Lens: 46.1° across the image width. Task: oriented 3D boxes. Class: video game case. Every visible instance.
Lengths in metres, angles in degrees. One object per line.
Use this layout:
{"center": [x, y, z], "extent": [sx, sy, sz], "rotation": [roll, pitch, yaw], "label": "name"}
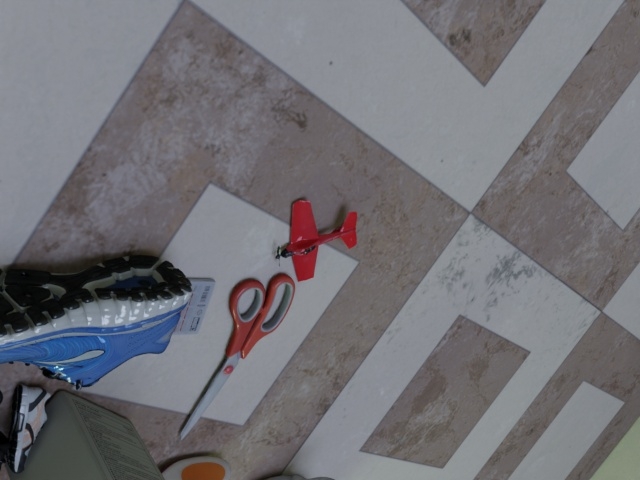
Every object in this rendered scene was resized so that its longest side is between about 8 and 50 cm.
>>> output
{"center": [-0.206, 0.090, 1.010], "extent": [0.122, 0.011, 0.087], "rotation": [4, 117, -41], "label": "video game case"}

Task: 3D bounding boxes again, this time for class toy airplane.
{"center": [0.000, 0.000, 1.101], "extent": [0.151, 0.028, 0.151], "rotation": [-22, 133, -26], "label": "toy airplane"}

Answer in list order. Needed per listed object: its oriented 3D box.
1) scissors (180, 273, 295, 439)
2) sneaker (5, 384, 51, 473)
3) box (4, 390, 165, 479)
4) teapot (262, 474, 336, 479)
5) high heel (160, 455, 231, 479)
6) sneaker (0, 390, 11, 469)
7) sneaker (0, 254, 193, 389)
{"center": [-0.123, 0.180, 1.133], "extent": [0.109, 0.021, 0.297], "rotation": [5, 114, -43], "label": "scissors"}
{"center": [-0.364, 0.236, 0.940], "extent": [0.044, 0.040, 0.109], "rotation": [13, 84, -41], "label": "sneaker"}
{"center": [-0.261, 0.342, 0.925], "extent": [0.121, 0.311, 0.148], "rotation": [-48, 135, -1], "label": "box"}
{"center": [-0.064, 0.554, 1.327], "extent": [0.253, 0.187, 0.256], "rotation": [-27, 132, -22], "label": "teapot"}
{"center": [-0.256, 0.414, 1.174], "extent": [0.244, 0.082, 0.117], "rotation": [-23, 165, -43], "label": "high heel"}
{"center": [-0.440, 0.283, 0.896], "extent": [0.130, 0.109, 0.286], "rotation": [-8, 126, -43], "label": "sneaker"}
{"center": [-0.307, 0.116, 0.861], "extent": [0.330, 0.130, 0.147], "rotation": [-5, 122, -34], "label": "sneaker"}
